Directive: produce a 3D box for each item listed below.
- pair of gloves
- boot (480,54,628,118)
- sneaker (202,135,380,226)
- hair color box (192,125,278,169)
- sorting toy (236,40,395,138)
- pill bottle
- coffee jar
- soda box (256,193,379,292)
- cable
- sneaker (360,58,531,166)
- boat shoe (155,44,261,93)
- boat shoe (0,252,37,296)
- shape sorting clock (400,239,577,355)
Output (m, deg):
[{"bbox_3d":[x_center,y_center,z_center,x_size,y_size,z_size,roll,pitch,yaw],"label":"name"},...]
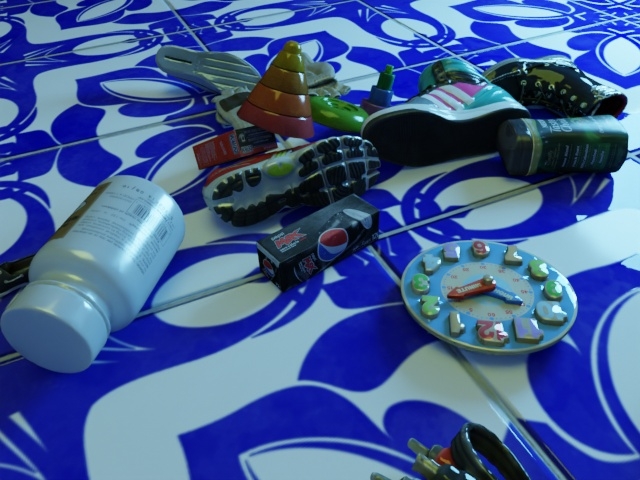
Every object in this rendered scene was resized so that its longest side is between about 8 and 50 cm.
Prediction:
[{"bbox_3d":[-0.084,-0.272,1.088,0.240,0.042,0.204,-30,40,-13],"label":"pair of gloves"},{"bbox_3d":[0.414,-0.265,1.047,0.236,0.085,0.179,-16,43,-17],"label":"boot"},{"bbox_3d":[-0.044,-0.107,0.872,0.278,0.108,0.118,-13,26,-18],"label":"sneaker"},{"bbox_3d":[-0.137,-0.147,0.909,0.071,0.043,0.141,-20,9,-36],"label":"hair color box"},{"bbox_3d":[0.023,-0.250,0.932,0.127,0.126,0.365,30,28,29],"label":"sorting toy"},{"bbox_3d":[-0.262,0.035,0.680,0.131,0.131,0.229,6,40,10],"label":"pill bottle"},{"bbox_3d":[0.378,-0.151,0.912,0.184,0.079,0.096,-3,38,1],"label":"coffee jar"},{"bbox_3d":[0.000,0.000,0.769,0.168,0.053,0.060,-28,45,-27],"label":"soda box"},{"bbox_3d":[0.175,0.257,0.462,0.287,0.072,0.139,35,34,22],"label":"cable"},{"bbox_3d":[0.187,-0.229,0.981,0.295,0.124,0.179,-7,43,-17],"label":"sneaker"},{"bbox_3d":[-0.226,-0.354,1.200,0.226,0.083,0.076,20,1,1],"label":"boat shoe"},{"bbox_3d":[-0.403,0.044,0.751,0.125,0.038,0.046,-14,40,-13],"label":"boat shoe"},{"bbox_3d":[0.200,0.059,0.693,0.206,0.040,0.206,-2,39,1],"label":"shape sorting clock"}]
